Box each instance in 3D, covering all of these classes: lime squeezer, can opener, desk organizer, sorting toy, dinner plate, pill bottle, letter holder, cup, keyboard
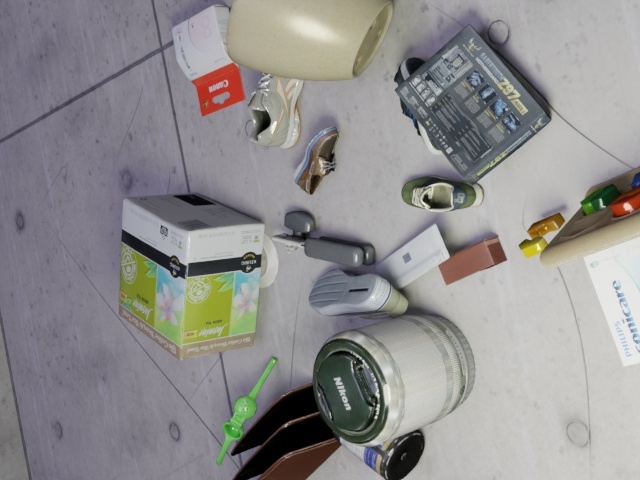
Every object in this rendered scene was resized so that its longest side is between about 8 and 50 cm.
[{"bbox_3d":[-0.197,0.425,2.191,0.310,0.059,0.110,-62,10,9],"label":"lime squeezer"},{"bbox_3d":[0.000,0.000,2.005,0.280,0.074,0.093,18,109,44],"label":"can opener"},{"bbox_3d":[0.287,0.040,1.727,0.130,0.047,0.050,-30,78,46],"label":"desk organizer"},{"bbox_3d":[0.429,-0.042,1.440,0.307,0.229,0.041,-27,102,46],"label":"sorting toy"},{"bbox_3d":[-0.154,0.047,2.220,0.141,0.017,0.141,10,104,44],"label":"dinner plate"},{"bbox_3d":[0.104,0.404,1.930,0.219,0.123,0.123,32,119,40],"label":"pill bottle"},{"bbox_3d":[-0.110,0.487,2.106,0.152,0.214,0.302,57,133,23],"label":"letter holder"},{"bbox_3d":[0.003,-0.447,1.784,0.237,0.331,0.331,29,121,10],"label":"cup"},{"bbox_3d":[0.179,0.044,1.826,0.256,0.014,0.072,-41,61,58],"label":"keyboard"}]

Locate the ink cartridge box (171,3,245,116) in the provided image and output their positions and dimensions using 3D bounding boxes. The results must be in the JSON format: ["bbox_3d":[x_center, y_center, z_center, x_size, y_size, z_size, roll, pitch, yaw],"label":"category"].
[{"bbox_3d":[-0.280,-0.441,2.241,0.189,0.066,0.232,-11,85,47],"label":"ink cartridge box"}]

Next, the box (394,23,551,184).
[{"bbox_3d":[0.271,-0.245,1.634,0.183,0.059,0.233,-41,66,15],"label":"box"}]

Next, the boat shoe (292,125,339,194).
[{"bbox_3d":[0.003,-0.173,1.985,0.066,0.066,0.183,54,141,20],"label":"boat shoe"}]

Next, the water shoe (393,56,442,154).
[{"bbox_3d":[0.201,-0.254,1.763,0.080,0.073,0.203,137,121,-65],"label":"water shoe"}]

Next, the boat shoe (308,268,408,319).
[{"bbox_3d":[0.072,0.128,1.924,0.109,0.094,0.302,-61,22,-13],"label":"boat shoe"}]

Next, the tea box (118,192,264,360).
[{"bbox_3d":[-0.327,0.078,2.246,0.329,0.220,0.323,23,114,48],"label":"tea box"}]

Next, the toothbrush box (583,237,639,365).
[{"bbox_3d":[0.571,0.046,1.366,0.295,0.126,0.216,-28,78,45],"label":"toothbrush box"}]

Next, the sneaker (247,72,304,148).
[{"bbox_3d":[-0.108,-0.334,2.025,0.099,0.121,0.262,9,104,45],"label":"sneaker"}]

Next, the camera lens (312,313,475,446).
[{"bbox_3d":[0.139,0.264,1.756,0.219,0.274,0.219,11,105,46],"label":"camera lens"}]

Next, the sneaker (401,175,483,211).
[{"bbox_3d":[0.213,-0.090,1.751,0.192,0.086,0.064,6,101,46],"label":"sneaker"}]
